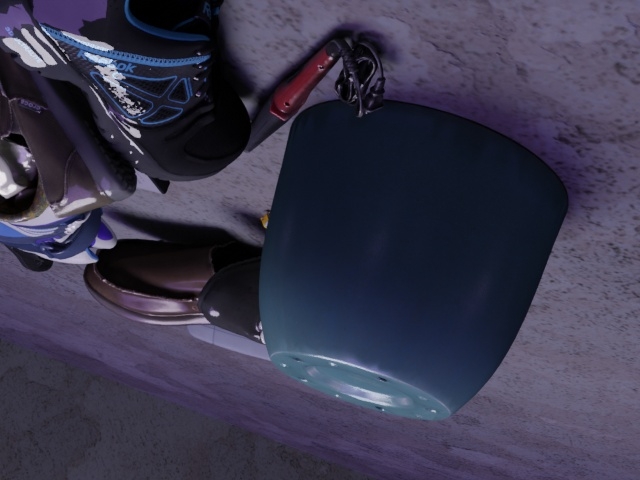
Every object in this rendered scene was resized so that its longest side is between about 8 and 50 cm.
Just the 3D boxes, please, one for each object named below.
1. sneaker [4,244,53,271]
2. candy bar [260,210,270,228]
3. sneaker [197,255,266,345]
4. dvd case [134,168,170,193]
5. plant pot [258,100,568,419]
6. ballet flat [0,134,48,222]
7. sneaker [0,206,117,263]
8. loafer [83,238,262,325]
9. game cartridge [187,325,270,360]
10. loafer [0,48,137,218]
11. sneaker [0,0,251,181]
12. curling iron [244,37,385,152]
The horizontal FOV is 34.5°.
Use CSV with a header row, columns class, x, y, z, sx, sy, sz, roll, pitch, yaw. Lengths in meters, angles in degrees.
class,x,y,z,sx,sy,sz,roll,pitch,yaw
sneaker,-0.497,0.018,1.807,0.089,0.051,0.170,15,159,26
candy bar,0.000,0.000,1.319,0.161,0.018,0.040,23,152,-14
sneaker,0.003,0.114,1.360,0.330,0.122,0.146,12,-151,-27
dvd case,-0.328,-0.126,1.274,0.253,0.022,0.180,13,161,18
plant pot,0.072,0.037,1.014,0.292,0.235,0.293,17,161,6
ballet flat,-0.367,-0.151,0.965,0.123,0.123,0.349,1,137,43
sneaker,-0.309,-0.050,1.272,0.322,0.130,0.236,-2,162,37
loafer,-0.162,0.044,1.484,0.365,0.134,0.130,8,134,5
game cartridge,-0.048,0.142,1.596,0.294,0.060,0.196,11,-175,22
loafer,-0.264,-0.126,0.929,0.251,0.087,0.094,57,-173,13
sneaker,-0.131,-0.146,0.866,0.139,0.125,0.341,-9,159,22
curling iron,-0.023,-0.119,0.945,0.274,0.035,0.068,-19,99,60
